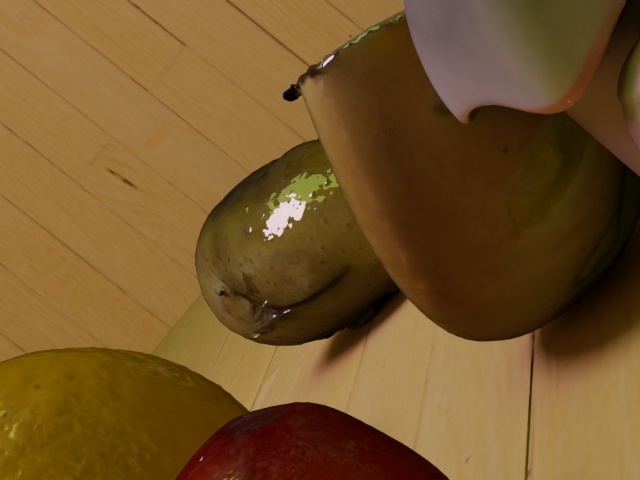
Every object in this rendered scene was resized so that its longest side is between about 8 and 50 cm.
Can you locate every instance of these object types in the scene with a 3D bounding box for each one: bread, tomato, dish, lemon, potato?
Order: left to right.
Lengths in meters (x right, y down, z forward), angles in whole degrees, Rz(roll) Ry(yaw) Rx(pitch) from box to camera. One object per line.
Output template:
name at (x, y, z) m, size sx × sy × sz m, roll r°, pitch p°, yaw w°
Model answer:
lemon at (-0.149, 0.171, 1.114) m, size 0.240 × 0.219 × 0.240 m, roll -53°, pitch 9°, yaw 12°
tomato at (-0.020, 0.117, 0.761) m, size 0.159 × 0.091 × 0.139 m, roll -23°, pitch 4°, yaw 10°
potato at (0.000, 0.000, 1.432) m, size 0.248 × 0.143 × 0.169 m, roll -30°, pitch 17°, yaw 52°
bread at (0.088, -0.037, 0.895) m, size 0.158 × 0.156 × 0.260 m, roll -27°, pitch -1°, yaw 6°
dish at (0.103, -0.148, 0.698) m, size 0.212 × 0.077 × 0.151 m, roll -53°, pitch 9°, yaw -4°

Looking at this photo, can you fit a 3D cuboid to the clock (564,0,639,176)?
clock at (0.213, -0.122, 0.626) m, size 0.284 × 0.114 × 0.309 m, roll -50°, pitch 7°, yaw 3°
